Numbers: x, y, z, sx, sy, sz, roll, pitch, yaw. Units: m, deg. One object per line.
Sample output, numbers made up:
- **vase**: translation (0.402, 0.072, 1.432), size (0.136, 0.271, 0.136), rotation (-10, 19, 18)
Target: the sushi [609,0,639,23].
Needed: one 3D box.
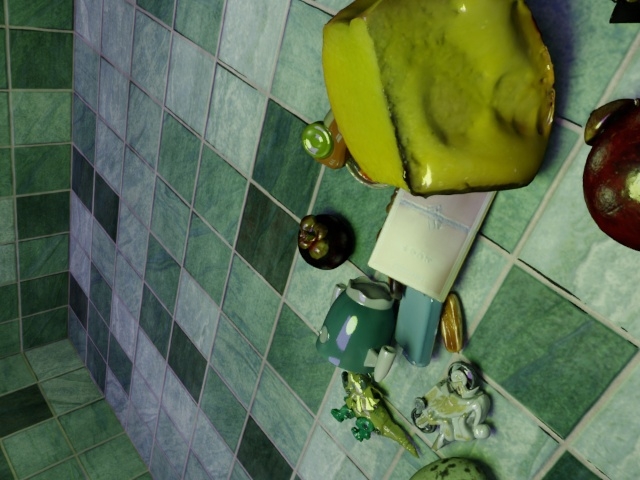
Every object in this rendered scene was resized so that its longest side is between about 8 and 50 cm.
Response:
- **sushi**: translation (0.432, -0.380, 0.587), size (0.215, 0.212, 0.227), rotation (21, 115, 42)

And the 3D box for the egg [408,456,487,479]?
- **egg**: translation (0.262, 0.548, 1.063), size (0.177, 0.177, 0.228), rotation (42, 112, 31)

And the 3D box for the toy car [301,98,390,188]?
- **toy car**: translation (0.103, -0.215, 1.056), size (0.235, 0.145, 0.235), rotation (15, 122, 26)

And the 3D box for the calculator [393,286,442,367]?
- **calculator**: translation (0.204, 0.164, 1.083), size (0.121, 0.039, 0.211), rotation (-134, 45, -59)

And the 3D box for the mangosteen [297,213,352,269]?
- **mangosteen**: translation (0.000, 0.000, 1.196), size (0.137, 0.151, 0.137), rotation (-9, 72, 29)

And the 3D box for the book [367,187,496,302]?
- **book**: translation (0.208, -0.024, 0.986), size (0.170, 0.018, 0.242), rotation (26, 105, 18)

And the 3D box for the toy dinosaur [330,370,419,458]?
- **toy dinosaur**: translation (0.128, 0.426, 1.237), size (0.259, 0.094, 0.153), rotation (49, 136, 14)

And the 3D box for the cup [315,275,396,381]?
- **cup**: translation (0.090, 0.179, 1.150), size (0.300, 0.167, 0.173), rotation (-129, 51, -59)

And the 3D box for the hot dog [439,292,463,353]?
- **hot dog**: translation (0.267, 0.166, 1.049), size (0.056, 0.041, 0.133), rotation (-11, 86, 47)

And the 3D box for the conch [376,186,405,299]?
- **conch**: translation (0.156, 0.002, 1.061), size (0.086, 0.080, 0.233), rotation (19, 95, 26)

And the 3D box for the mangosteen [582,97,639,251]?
- **mangosteen**: translation (0.443, -0.103, 0.682), size (0.258, 0.214, 0.215), rotation (-108, 31, -53)

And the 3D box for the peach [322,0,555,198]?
- **peach**: translation (0.190, -0.230, 0.820), size (0.381, 0.306, 0.242), rotation (62, 174, -24)

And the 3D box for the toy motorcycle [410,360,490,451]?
- **toy motorcycle**: translation (0.279, 0.357, 1.066), size (0.151, 0.074, 0.229), rotation (44, 127, 24)
